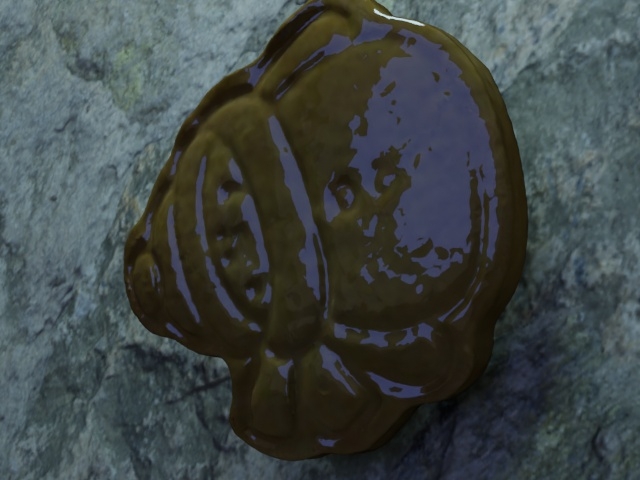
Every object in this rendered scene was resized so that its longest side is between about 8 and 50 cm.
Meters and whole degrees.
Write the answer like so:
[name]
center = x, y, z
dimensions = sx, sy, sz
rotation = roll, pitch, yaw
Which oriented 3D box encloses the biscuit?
[biscuit]
center = 0.000, 0.000, 1.414
dimensions = 0.351, 0.057, 0.312
rotation = -38, 66, 28
